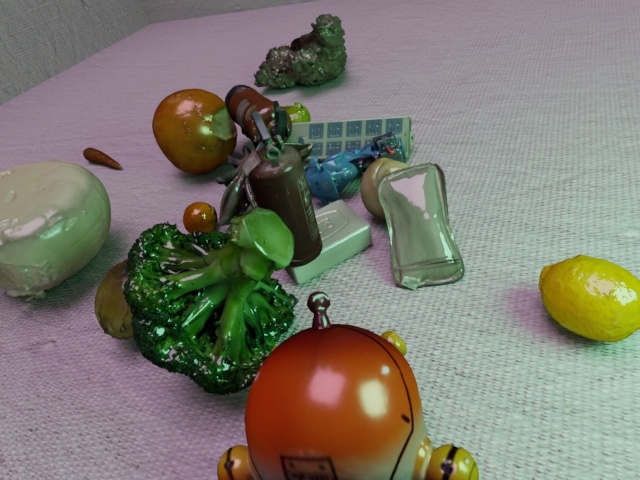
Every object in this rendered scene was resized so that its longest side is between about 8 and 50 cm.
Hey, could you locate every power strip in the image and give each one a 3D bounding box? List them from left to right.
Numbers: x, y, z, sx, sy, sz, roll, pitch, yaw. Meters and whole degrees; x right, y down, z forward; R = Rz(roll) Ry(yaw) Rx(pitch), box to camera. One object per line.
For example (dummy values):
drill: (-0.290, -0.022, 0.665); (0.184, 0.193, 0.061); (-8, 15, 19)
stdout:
power strip: (0.061, -0.264, 1.177); (0.367, 0.106, 0.043); (1, -3, 20)

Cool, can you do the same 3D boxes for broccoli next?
broccoli: (-0.148, 0.083, 0.689); (0.297, 0.297, 0.297); (-35, 26, 36)

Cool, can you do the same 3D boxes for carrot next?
carrot: (-0.725, -0.270, 1.490); (0.216, 0.048, 0.048); (22, 52, 30)

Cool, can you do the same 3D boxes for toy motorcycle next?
toy motorcycle: (0.073, -0.169, 1.041); (0.272, 0.123, 0.182); (-18, 26, 4)

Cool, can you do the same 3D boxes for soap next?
soap: (0.000, 0.000, 0.911); (0.183, 0.064, 0.121); (-29, 43, -15)

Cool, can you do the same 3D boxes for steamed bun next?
steamed bun: (-0.632, -0.024, 1.017); (0.334, 0.233, 0.312); (20, 48, 25)

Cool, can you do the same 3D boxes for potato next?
potato: (-0.304, 0.082, 0.847); (0.248, 0.143, 0.169); (-32, 64, -26)

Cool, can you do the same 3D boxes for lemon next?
lemon: (0.391, 0.081, 0.647); (0.114, 0.114, 0.155); (-32, 41, -20)

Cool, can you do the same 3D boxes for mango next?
mango: (-0.096, -0.349, 1.328); (0.119, 0.100, 0.178); (-40, 38, -12)

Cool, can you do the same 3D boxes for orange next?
orange: (-0.351, -0.307, 1.256); (0.240, 0.240, 0.240); (-9, 39, 8)
orange: (-0.284, -0.050, 1.048); (0.084, 0.083, 0.083); (-9, 39, 8)

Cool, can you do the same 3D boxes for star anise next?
star anise: (-0.147, -0.136, 1.049); (0.198, 0.110, 0.257); (14, 70, 26)

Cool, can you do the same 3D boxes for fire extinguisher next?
fire extinguisher: (-0.153, -0.306, 1.224); (0.113, 0.200, 0.376); (-28, 35, -11)
fire extinguisher: (-0.067, -0.081, 0.767); (0.105, 0.269, 0.104); (-8, 43, 8)

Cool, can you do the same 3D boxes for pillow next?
pillow: (0.180, -0.027, 0.819); (0.131, 0.038, 0.232); (-12, 77, 10)

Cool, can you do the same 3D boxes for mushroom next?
mushroom: (0.149, -0.102, 0.921); (0.112, 0.148, 0.148); (-21, 36, -37)

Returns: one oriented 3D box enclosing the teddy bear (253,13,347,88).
teddy bear: (-0.080, -0.671, 1.629); (0.368, 0.224, 0.357); (-11, 25, 9)

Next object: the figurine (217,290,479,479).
figurine: (0.011, 0.238, 0.519); (0.320, 0.196, 0.323); (-10, 49, 17)
